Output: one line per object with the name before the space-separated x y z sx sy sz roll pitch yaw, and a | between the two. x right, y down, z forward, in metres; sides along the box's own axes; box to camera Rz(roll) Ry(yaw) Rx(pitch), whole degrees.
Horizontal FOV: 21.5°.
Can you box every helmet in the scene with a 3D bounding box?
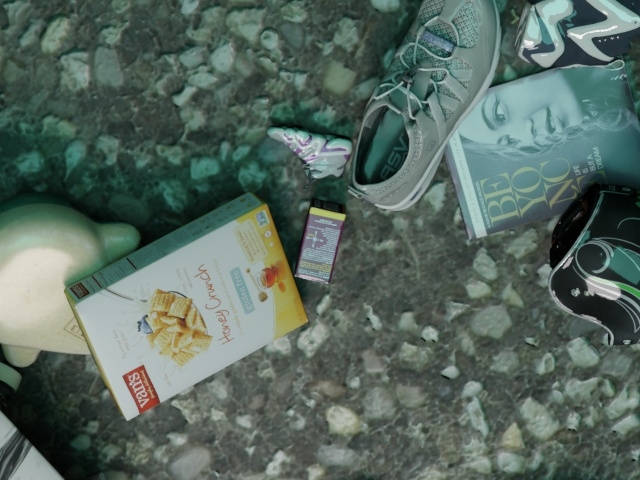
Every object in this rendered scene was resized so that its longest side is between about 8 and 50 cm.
helmet | 0.340 0.030 1.871 0.161 0.169 0.169 31 101 -6

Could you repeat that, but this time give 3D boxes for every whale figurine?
whale figurine | -0.282 0.051 1.906 0.272 0.141 0.216 34 106 -32

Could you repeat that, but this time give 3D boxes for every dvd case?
dvd case | 0.252 -0.107 1.910 0.221 0.018 0.164 -16 102 4

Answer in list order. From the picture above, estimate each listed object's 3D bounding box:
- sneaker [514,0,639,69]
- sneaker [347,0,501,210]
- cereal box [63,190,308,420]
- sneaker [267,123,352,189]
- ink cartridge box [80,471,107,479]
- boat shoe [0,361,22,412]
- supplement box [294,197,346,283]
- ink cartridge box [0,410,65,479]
sneaker | 0.314 -0.290 1.830 0.153 0.094 0.235 14 103 -4
sneaker | 0.112 -0.158 1.834 0.105 0.115 0.281 24 103 21
cereal box | -0.145 0.073 1.871 0.240 0.047 0.173 -29 125 -14
sneaker | -0.017 -0.091 1.903 0.098 0.038 0.069 12 102 -2
ink cartridge box | -0.289 0.383 2.011 0.145 0.045 0.179 -23 99 6
boat shoe | -0.517 0.149 1.905 0.340 0.127 0.113 21 72 -13
supplement box | 0.000 0.000 1.916 0.043 0.055 0.083 12 101 -3
ink cartridge box | -0.409 0.334 1.769 0.166 0.285 0.395 -13 125 43
